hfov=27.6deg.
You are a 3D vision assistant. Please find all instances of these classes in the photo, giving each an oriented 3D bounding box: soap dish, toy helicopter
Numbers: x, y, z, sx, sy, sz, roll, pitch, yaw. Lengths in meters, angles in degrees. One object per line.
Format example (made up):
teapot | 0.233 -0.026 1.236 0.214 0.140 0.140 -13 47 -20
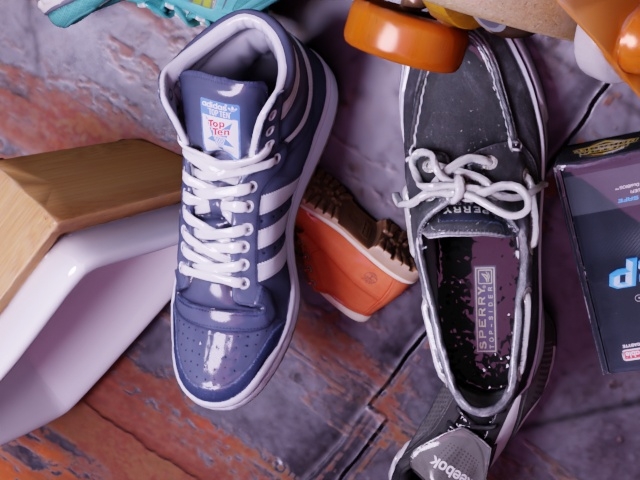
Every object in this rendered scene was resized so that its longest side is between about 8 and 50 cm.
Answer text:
soap dish | -0.228 0.046 1.037 0.118 0.229 0.291 48 117 12
toy helicopter | 0.199 -0.142 0.823 0.355 0.235 0.140 11 105 -16

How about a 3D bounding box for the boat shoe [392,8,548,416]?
boat shoe | 0.106 -0.026 0.938 0.113 0.105 0.306 1 96 13

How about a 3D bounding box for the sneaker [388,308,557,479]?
sneaker | 0.118 0.154 1.040 0.078 0.106 0.234 30 117 1

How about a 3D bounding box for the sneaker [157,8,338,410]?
sneaker | -0.066 -0.025 0.920 0.099 0.153 0.282 11 80 16

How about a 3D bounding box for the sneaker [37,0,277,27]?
sneaker | -0.083 -0.192 0.959 0.275 0.107 0.110 -9 118 19

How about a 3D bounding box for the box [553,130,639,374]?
box | 0.298 -0.003 0.954 0.220 0.051 0.175 -10 108 19

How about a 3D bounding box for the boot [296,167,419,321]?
boot | 0.000 0.000 1.039 0.158 0.059 0.084 40 122 -4
